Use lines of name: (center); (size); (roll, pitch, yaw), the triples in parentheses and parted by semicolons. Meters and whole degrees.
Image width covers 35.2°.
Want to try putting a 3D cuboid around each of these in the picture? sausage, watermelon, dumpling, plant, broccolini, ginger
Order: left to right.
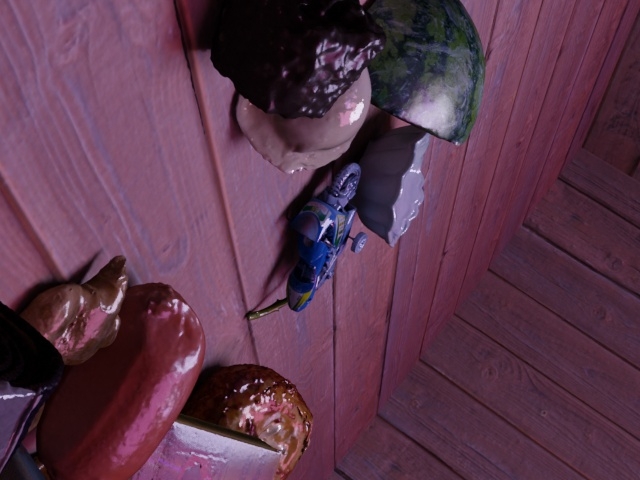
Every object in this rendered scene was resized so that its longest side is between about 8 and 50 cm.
ginger: (-0.270, 0.118, 1.039); (0.133, 0.059, 0.214); (-14, 134, -60)
sausage: (-0.223, 0.170, 1.135); (0.254, 0.148, 0.148); (-53, 164, -7)
broccolini: (-0.041, 0.072, 1.619); (0.194, 0.052, 0.054); (-44, 157, -33)
dumpling: (-0.023, -0.168, 1.133); (0.155, 0.181, 0.111); (-16, -174, -21)
plant: (0.008, -0.253, 0.947); (0.149, 0.146, 0.274); (-20, 141, -59)
watermelon: (0.123, -0.233, 1.357); (0.305, 0.180, 0.223); (-7, 85, -64)

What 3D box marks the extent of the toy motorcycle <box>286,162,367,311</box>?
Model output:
toy motorcycle: (0.000, 0.000, 1.518); (0.135, 0.092, 0.254); (-40, 154, -42)

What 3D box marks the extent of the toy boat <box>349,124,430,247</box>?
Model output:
toy boat: (0.111, -0.090, 1.604); (0.290, 0.100, 0.199); (71, 41, -73)

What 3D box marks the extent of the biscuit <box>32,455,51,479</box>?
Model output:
biscuit: (-0.347, 0.302, 1.241); (0.124, 0.026, 0.175); (-60, 163, 20)

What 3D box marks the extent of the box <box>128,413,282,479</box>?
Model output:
box: (-0.180, 0.332, 1.404); (0.240, 0.071, 0.159); (27, 79, -37)

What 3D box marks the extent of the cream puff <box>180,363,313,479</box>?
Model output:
cream puff: (-0.133, 0.305, 1.590); (0.240, 0.164, 0.240); (-28, 131, -38)

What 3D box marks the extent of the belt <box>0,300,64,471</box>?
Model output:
belt: (-0.317, 0.109, 0.681); (0.164, 0.184, 0.289); (-53, 159, 7)

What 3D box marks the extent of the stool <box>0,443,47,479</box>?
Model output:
stool: (-0.315, 0.379, 0.985); (0.226, 0.310, 0.310); (-29, 155, -18)
